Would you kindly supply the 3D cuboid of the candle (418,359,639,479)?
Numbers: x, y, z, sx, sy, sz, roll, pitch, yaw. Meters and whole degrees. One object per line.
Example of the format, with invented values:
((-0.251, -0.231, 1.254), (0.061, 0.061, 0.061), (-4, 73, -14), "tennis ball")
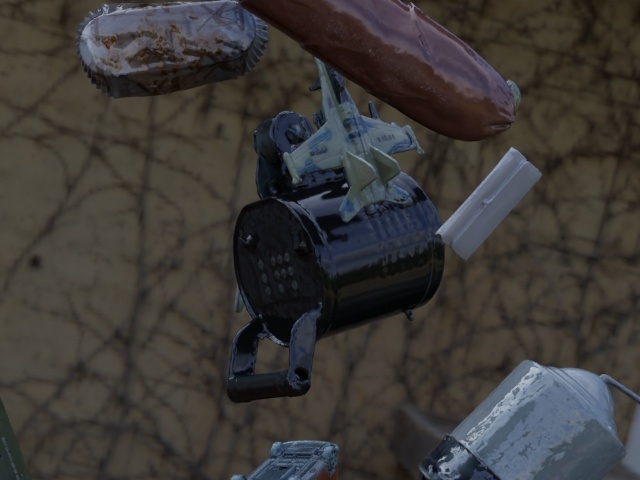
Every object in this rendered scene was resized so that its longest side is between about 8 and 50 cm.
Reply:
((0.321, 0.313, 2.042), (0.221, 0.342, 0.221), (44, -8, 8), "candle")

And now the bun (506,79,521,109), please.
((0.220, -0.176, 1.757), (0.086, 0.055, 0.086), (-13, 7, 2), "bun")

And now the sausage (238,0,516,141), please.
((-0.023, -0.215, 1.109), (0.433, 0.088, 0.088), (37, 5, 3), "sausage")

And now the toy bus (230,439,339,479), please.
((-0.053, 0.400, 2.130), (0.121, 0.120, 0.265), (-2, 10, 20), "toy bus")

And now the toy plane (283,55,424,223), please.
((0.023, -0.149, 1.650), (0.192, 0.262, 0.088), (-14, -22, -30), "toy plane")

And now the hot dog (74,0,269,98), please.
((-0.192, -0.254, 1.753), (0.253, 0.131, 0.069), (-7, -2, 0), "hot dog")

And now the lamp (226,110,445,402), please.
((0.032, 0.028, 1.782), (0.272, 0.374, 0.205), (7, -13, -31), "lamp")

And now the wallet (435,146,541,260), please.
((0.176, -0.038, 1.413), (0.061, 0.122, 0.025), (38, 6, -47), "wallet")

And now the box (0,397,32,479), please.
((-0.546, 0.326, 1.634), (0.373, 0.420, 0.138), (-26, -14, 10), "box")

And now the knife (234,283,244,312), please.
((-0.103, 0.034, 2.284), (0.038, 0.132, 0.398), (10, -14, -7), "knife")
